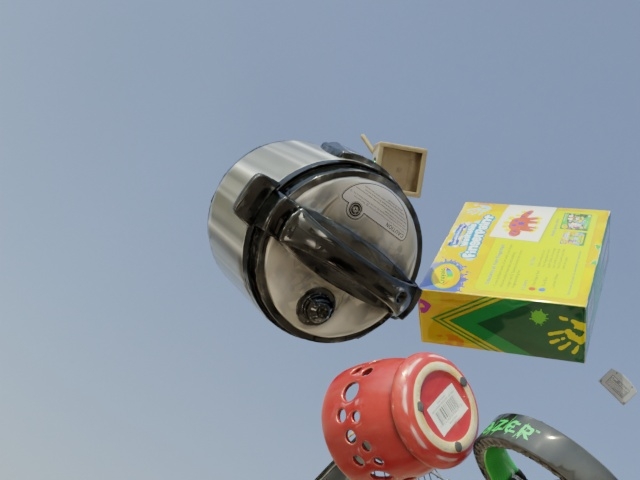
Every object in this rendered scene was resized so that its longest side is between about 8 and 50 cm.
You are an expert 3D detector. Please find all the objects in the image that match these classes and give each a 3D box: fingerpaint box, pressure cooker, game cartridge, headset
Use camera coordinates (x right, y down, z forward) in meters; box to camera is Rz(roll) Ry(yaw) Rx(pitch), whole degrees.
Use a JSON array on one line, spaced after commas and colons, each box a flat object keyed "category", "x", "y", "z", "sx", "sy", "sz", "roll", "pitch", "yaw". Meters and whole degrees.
[{"category": "fingerpaint box", "x": 0.473, "y": 0.084, "z": 2.005, "sx": 0.371, "sy": 0.445, "sz": 0.163, "roll": 5, "pitch": -59, "yaw": 23}, {"category": "pressure cooker", "x": -0.002, "y": 0.006, "z": 1.670, "sx": 0.420, "sy": 0.370, "sz": 0.375, "roll": -146, "pitch": -133, "yaw": -63}, {"category": "game cartridge", "x": 0.741, "y": 0.361, "z": 2.088, "sx": 0.083, "sy": 0.056, "sz": 0.017, "roll": 47, "pitch": 9, "yaw": 18}, {"category": "headset", "x": 0.373, "y": 0.372, "z": 1.105, "sx": 0.394, "sy": 0.185, "sz": 0.243, "roll": 53, "pitch": -21, "yaw": -5}]

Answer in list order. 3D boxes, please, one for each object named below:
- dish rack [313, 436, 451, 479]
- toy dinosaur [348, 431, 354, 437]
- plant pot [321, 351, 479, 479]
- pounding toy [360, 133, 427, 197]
[{"category": "dish rack", "x": 0.138, "y": 0.485, "z": 1.603, "sx": 0.271, "sy": 0.074, "sz": 0.208, "roll": 37, "pitch": -78, "yaw": -27}, {"category": "toy dinosaur", "x": 0.174, "y": 0.516, "z": 2.342, "sx": 0.212, "sy": 0.112, "sz": 0.064, "roll": 15, "pitch": -35, "yaw": -17}, {"category": "plant pot", "x": 0.124, "y": 0.261, "z": 1.252, "sx": 0.191, "sy": 0.191, "sz": 0.174, "roll": 42, "pitch": -43, "yaw": -17}, {"category": "pounding toy", "x": 0.157, "y": -0.169, "z": 1.896, "sx": 0.141, "sy": 0.130, "sz": 0.100, "roll": 9, "pitch": 1, "yaw": -6}]
